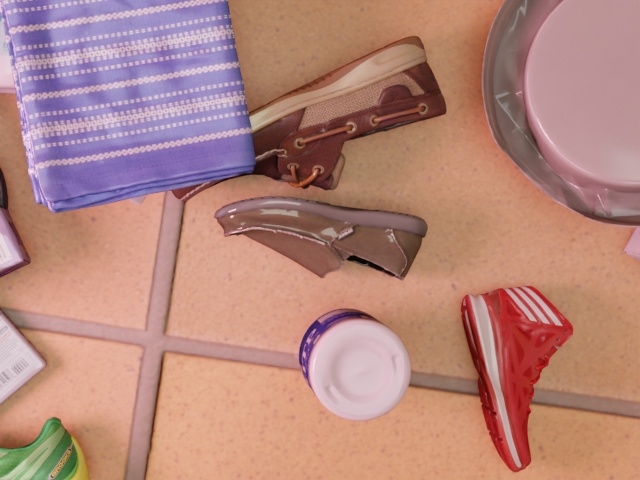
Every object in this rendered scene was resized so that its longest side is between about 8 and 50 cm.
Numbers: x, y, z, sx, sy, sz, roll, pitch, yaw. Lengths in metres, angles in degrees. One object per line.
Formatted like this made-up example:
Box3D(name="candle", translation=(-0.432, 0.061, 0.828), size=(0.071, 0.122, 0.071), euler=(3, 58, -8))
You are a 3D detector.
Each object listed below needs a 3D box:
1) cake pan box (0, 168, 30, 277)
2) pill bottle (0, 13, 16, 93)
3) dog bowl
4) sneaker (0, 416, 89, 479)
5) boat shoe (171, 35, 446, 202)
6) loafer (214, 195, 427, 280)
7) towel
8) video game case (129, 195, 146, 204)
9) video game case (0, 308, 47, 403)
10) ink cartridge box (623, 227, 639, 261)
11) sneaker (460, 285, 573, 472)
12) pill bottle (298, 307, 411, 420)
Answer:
Box3D(name="cake pan box", translation=(-0.488, -0.033, 1.480), size=(0.267, 0.070, 0.245), euler=(-27, 90, -5))
Box3D(name="pill bottle", translation=(-0.331, -0.296, 1.460), size=(0.146, 0.146, 0.264), euler=(1, 92, -7))
Box3D(name="dog bowl", translation=(0.363, -0.179, 1.522), size=(0.349, 0.102, 0.348), euler=(-1, 83, 12))
Box3D(name="sneaker", translation=(-0.417, 0.276, 1.505), size=(0.296, 0.109, 0.123), euler=(-15, 92, -15))
Box3D(name="boat shoe", translation=(-0.013, -0.112, 1.523), size=(0.342, 0.123, 0.123), euler=(-27, 95, -11))
Box3D(name="loafer", translation=(0.000, 0.000, 1.539), size=(0.251, 0.094, 0.087), euler=(7, 88, -7))
Box3D(name="towel", translation=(-0.210, -0.212, 1.397), size=(0.243, 0.040, 0.335), euler=(-11, 95, -13))
Box3D(name="video game case", translation=(-0.216, -0.136, 1.466), size=(0.143, 0.019, 0.157), euler=(30, 98, -32))
Box3D(name="video game case", translation=(-0.453, 0.140, 1.529), size=(0.201, 0.023, 0.183), euler=(-40, 97, -2))
Box3D(name="ink cartridge box", translation=(0.490, -0.038, 1.597), size=(0.154, 0.093, 0.212), euler=(28, 87, -6))
Box3D(name="sneaker", translation=(0.254, 0.160, 1.583), size=(0.128, 0.087, 0.221), euler=(-14, 96, -5))
Box3D(name="pill bottle", translation=(0.033, 0.135, 1.503), size=(0.112, 0.187, 0.112), euler=(0, 92, -7))
